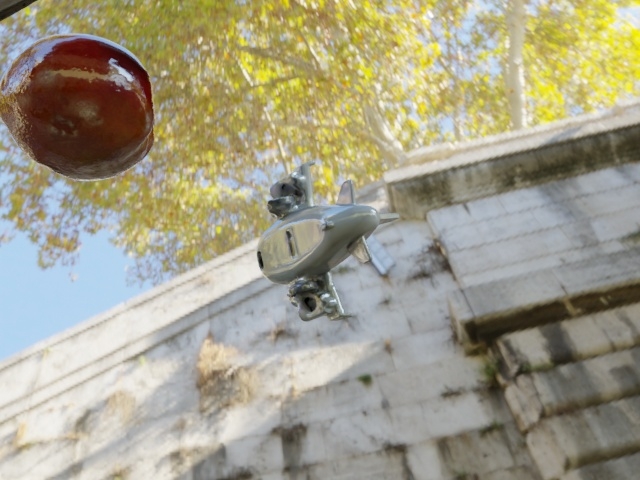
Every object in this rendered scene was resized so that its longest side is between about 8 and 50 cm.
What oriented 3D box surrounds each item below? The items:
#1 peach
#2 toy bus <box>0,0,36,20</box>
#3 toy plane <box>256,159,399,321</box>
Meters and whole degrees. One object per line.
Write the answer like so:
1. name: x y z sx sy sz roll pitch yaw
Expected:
1. peach: -0.368 -0.202 1.288 0.243 0.199 0.243 -3 -47 -3
2. toy bus: -0.285 -0.225 0.581 0.386 0.162 0.171 -29 -23 -4
3. toy plane: -0.003 0.000 1.281 0.118 0.252 0.252 -3 -55 -45
